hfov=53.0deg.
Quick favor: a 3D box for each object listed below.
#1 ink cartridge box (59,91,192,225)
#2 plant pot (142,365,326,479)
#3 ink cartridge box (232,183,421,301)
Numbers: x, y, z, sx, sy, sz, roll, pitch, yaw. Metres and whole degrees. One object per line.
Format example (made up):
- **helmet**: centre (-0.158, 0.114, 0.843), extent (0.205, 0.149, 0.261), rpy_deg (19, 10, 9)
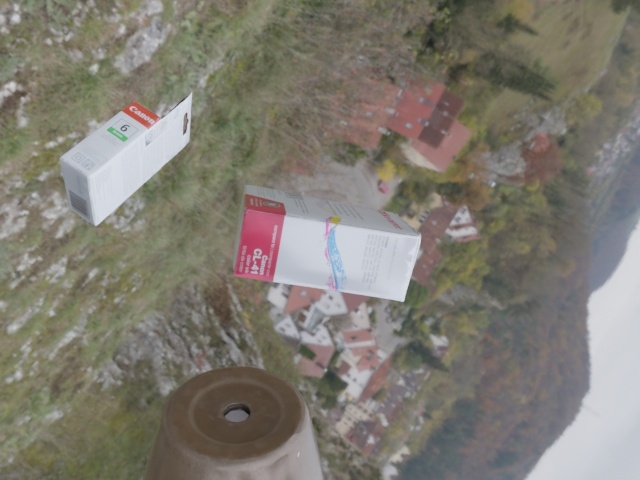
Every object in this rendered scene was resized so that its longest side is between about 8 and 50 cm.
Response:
- **ink cartridge box**: centre (-0.147, -0.071, 0.498), extent (0.115, 0.029, 0.063), rpy_deg (-52, 171, -34)
- **plant pot**: centre (-0.097, 0.270, 0.705), extent (0.263, 0.263, 0.229), rpy_deg (-33, 135, -49)
- **ink cartridge box**: centre (0.000, 0.000, 1.174), extent (0.226, 0.306, 0.131), rpy_deg (-113, -145, -75)
